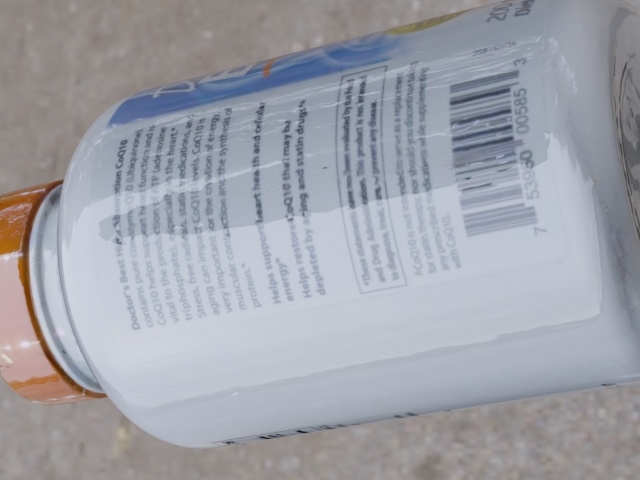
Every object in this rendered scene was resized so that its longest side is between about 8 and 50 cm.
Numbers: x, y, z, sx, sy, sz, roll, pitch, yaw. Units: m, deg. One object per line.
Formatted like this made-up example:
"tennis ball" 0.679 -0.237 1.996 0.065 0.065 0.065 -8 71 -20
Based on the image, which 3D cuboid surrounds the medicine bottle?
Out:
"medicine bottle" 0.000 0.000 0.729 0.289 0.157 0.157 -11 72 24
